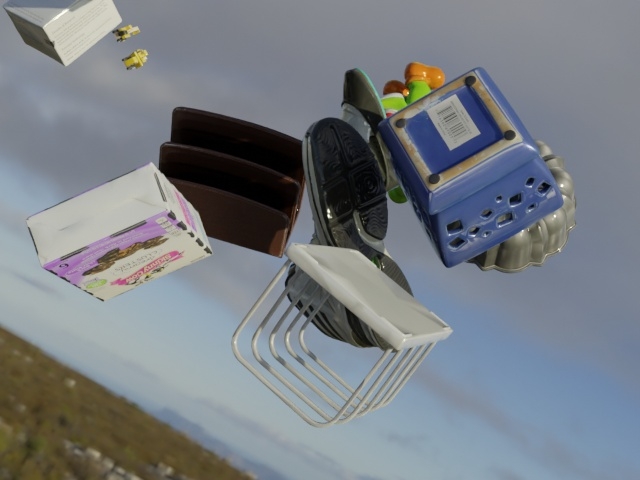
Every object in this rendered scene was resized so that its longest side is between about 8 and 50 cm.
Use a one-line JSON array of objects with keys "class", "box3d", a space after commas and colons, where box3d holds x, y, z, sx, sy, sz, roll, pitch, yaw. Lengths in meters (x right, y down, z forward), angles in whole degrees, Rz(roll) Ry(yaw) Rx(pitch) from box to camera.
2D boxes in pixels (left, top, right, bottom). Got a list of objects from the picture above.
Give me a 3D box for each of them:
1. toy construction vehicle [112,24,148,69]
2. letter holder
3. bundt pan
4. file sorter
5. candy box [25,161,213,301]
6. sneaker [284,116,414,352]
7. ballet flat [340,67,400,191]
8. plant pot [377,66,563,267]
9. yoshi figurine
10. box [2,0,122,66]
[{"class": "toy construction vehicle", "box3d": [-0.370, -0.385, 2.085, 0.086, 0.035, 0.098, 63, 18, -6]}, {"class": "letter holder", "box3d": [-0.188, -0.126, 2.152, 0.301, 0.152, 0.214, 17, -46, 4]}, {"class": "bundt pan", "box3d": [0.397, -0.103, 2.261, 0.330, 0.331, 0.124, 25, -25, 16]}, {"class": "file sorter", "box3d": [0.030, 0.132, 1.438, 0.193, 0.173, 0.277, 39, 10, 17]}, {"class": "candy box", "box3d": [-0.241, -0.004, 1.300, 0.196, 0.164, 0.070, 56, 10, -72]}, {"class": "sneaker", "box3d": [-0.001, 0.001, 1.955, 0.257, 0.169, 0.448, -3, -71, 45]}, {"class": "ballet flat", "box3d": [0.095, -0.205, 2.092, 0.095, 0.096, 0.280, 21, -34, 50]}, {"class": "plant pot", "box3d": [0.240, -0.134, 1.744, 0.236, 0.235, 0.212, 64, 6, 32]}, {"class": "yoshi figurine", "box3d": [0.242, -0.237, 2.540, 0.202, 0.362, 0.204, -4, -31, 17]}, {"class": "box", "box3d": [-0.587, -0.517, 2.391, 0.181, 0.182, 0.119, 30, -24, 37]}]
